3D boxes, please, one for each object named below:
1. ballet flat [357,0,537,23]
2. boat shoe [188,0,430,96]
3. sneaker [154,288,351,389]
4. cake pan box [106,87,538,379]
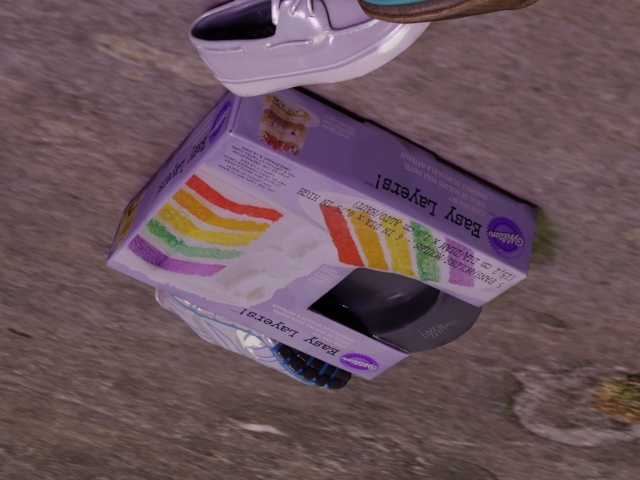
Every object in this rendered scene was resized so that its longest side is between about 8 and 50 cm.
[{"bbox_3d":[0.154,-0.204,0.895,0.124,0.116,0.342,10,150,-33],"label":"ballet flat"},{"bbox_3d":[-0.009,-0.144,1.077,0.184,0.066,0.063,-5,146,43],"label":"boat shoe"},{"bbox_3d":[-0.058,0.071,1.428,0.190,0.071,0.083,33,150,-14],"label":"sneaker"},{"bbox_3d":[0.000,0.000,1.287,0.267,0.070,0.246,26,148,-19],"label":"cake pan box"}]
